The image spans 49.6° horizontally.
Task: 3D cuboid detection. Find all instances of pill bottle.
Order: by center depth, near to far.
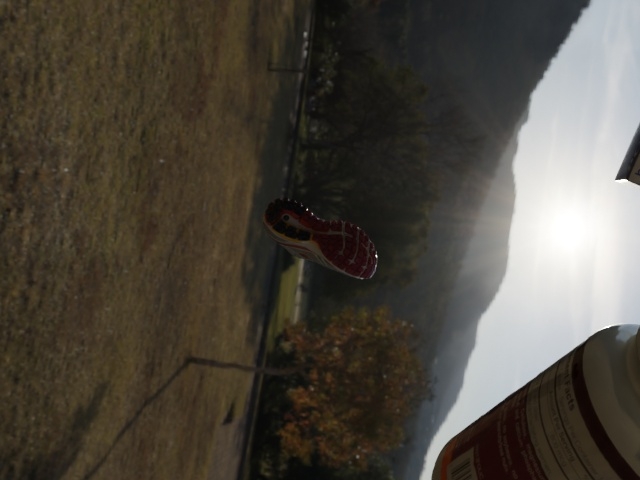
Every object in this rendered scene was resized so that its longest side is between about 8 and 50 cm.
[{"bbox_3d":[0.318,0.231,0.757,0.392,0.224,0.224,-52,-164,39],"label":"pill bottle"}]

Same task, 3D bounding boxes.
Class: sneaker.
[{"bbox_3d":[0.000,0.000,1.240,0.088,0.225,0.093,-62,-174,-21],"label":"sneaker"}]

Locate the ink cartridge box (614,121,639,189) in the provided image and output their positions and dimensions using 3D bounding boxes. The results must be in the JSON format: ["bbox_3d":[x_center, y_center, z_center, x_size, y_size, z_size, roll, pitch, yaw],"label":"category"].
[{"bbox_3d":[0.328,-0.142,0.612,0.207,0.046,0.097,-70,166,10],"label":"ink cartridge box"}]
